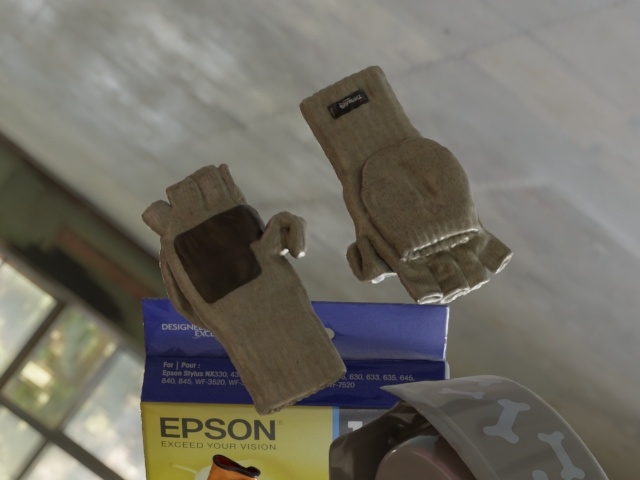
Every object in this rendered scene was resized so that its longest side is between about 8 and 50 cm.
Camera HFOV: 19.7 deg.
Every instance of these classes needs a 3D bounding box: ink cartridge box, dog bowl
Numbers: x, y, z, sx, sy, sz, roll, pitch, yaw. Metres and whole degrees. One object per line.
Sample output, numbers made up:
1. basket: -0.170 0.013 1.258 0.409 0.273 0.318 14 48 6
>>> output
1. ink cartridge box: -0.025 0.198 1.840 0.304 0.072 0.307 1 129 2
2. dog bowl: 0.129 0.258 1.361 0.349 0.102 0.348 50 149 46

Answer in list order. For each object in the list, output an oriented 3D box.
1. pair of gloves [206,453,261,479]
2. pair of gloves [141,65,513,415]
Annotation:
1. pair of gloves: -0.019 0.130 0.748 0.083 0.074 0.010 23 -151 4
2. pair of gloves: 0.000 0.000 1.392 0.204 0.240 0.042 52 168 21
